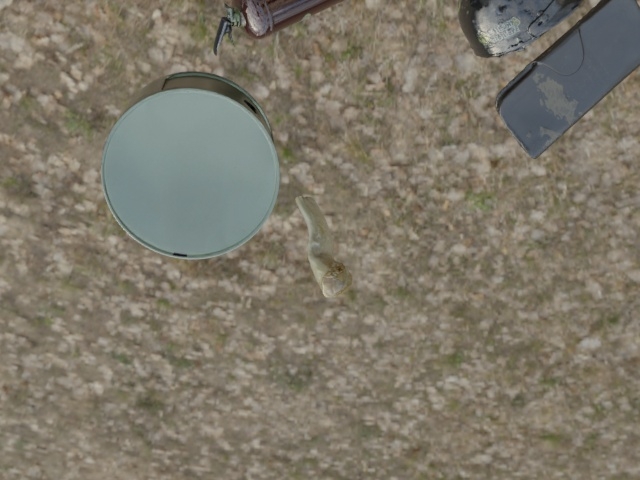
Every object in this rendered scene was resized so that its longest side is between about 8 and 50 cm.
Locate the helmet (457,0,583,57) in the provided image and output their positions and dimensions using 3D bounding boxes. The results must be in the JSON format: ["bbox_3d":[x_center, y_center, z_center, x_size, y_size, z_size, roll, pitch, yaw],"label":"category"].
[{"bbox_3d":[0.392,-0.507,1.616,0.160,0.230,0.279,43,148,-22],"label":"helmet"}]

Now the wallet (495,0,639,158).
[{"bbox_3d":[0.231,-0.150,0.716,0.157,0.018,0.082,-42,123,7],"label":"wallet"}]

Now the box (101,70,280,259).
[{"bbox_3d":[-0.171,-0.106,1.065,0.226,0.149,0.226,-2,112,-6],"label":"box"}]

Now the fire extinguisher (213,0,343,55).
[{"bbox_3d":[-0.073,-0.485,1.598,0.337,0.114,0.135,-30,152,-22],"label":"fire extinguisher"}]

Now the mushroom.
[{"bbox_3d":[0.001,0.001,1.301,0.054,0.202,0.059,-25,146,10],"label":"mushroom"}]
